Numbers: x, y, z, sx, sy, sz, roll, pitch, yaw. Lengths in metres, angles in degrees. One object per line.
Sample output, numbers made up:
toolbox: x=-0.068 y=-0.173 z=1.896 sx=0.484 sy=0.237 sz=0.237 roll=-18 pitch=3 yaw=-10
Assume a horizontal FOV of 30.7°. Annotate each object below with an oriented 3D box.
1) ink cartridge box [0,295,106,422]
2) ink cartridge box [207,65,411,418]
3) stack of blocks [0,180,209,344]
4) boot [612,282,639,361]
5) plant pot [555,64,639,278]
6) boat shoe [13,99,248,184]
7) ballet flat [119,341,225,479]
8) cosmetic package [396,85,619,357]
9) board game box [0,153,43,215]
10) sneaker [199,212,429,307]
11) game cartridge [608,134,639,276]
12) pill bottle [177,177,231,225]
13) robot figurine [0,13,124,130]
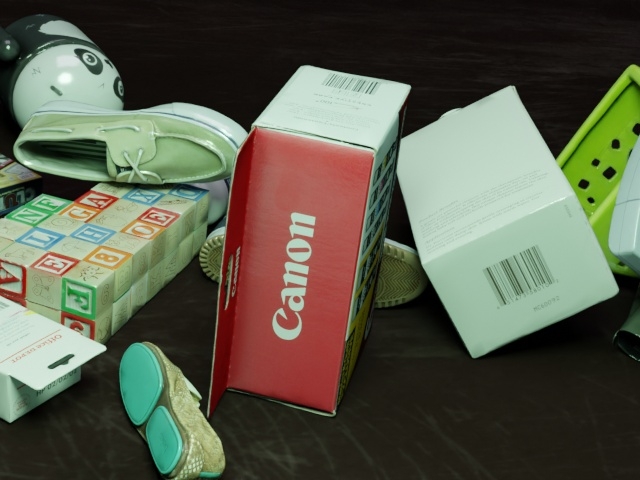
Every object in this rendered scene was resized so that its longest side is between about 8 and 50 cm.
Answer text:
ink cartridge box: x=-0.318 y=0.121 z=1.190 sx=0.181 sy=0.061 sz=0.104 roll=21 pitch=30 yaw=26
ink cartridge box: x=-0.010 y=0.011 z=1.216 sx=0.130 sy=0.309 sz=0.272 roll=12 pitch=27 yaw=9
stack of blocks: x=-0.272 y=0.009 z=1.400 sx=0.171 sy=0.087 sz=0.297 roll=15 pitch=27 yaw=15
boot: x=0.460 y=0.125 z=1.407 sx=0.198 sy=0.077 sz=0.137 roll=22 pitch=45 yaw=24
plant pot: x=0.456 y=-0.067 z=1.577 sx=0.207 sy=0.228 sz=0.227 roll=30 pitch=23 yaw=-15
boat shoe: x=-0.236 y=-0.108 z=1.457 sx=0.302 sy=0.109 sz=0.094 roll=5 pitch=39 yaw=16
ballet flat: x=-0.144 y=0.173 z=1.147 sx=0.067 sy=0.073 sz=0.206 roll=25 pitch=18 yaw=-32
cosmetic package: x=0.218 y=-0.038 z=1.473 sx=0.197 sy=0.155 sz=0.365 roll=-25 pitch=24 yaw=11
board game box: x=-0.515 y=-0.066 z=1.538 sx=0.165 sy=0.042 sz=0.243 roll=28 pitch=33 yaw=35
sneaker: x=0.000 y=0.000 z=1.480 sx=0.282 sy=0.099 sz=0.153 roll=7 pitch=28 yaw=5
game cartridge: x=0.457 y=-0.065 z=1.386 sx=0.198 sy=0.297 sz=0.062 roll=35 pitch=-21 yaw=-14
pill bottle: x=-0.154 y=-0.075 z=1.592 sx=0.094 sy=0.094 sz=0.169 roll=17 pitch=27 yaw=18
robot figurine: x=-0.404 y=-0.245 z=1.779 sx=0.209 sy=0.173 sz=0.278 roll=-9 pitch=30 yaw=-27
